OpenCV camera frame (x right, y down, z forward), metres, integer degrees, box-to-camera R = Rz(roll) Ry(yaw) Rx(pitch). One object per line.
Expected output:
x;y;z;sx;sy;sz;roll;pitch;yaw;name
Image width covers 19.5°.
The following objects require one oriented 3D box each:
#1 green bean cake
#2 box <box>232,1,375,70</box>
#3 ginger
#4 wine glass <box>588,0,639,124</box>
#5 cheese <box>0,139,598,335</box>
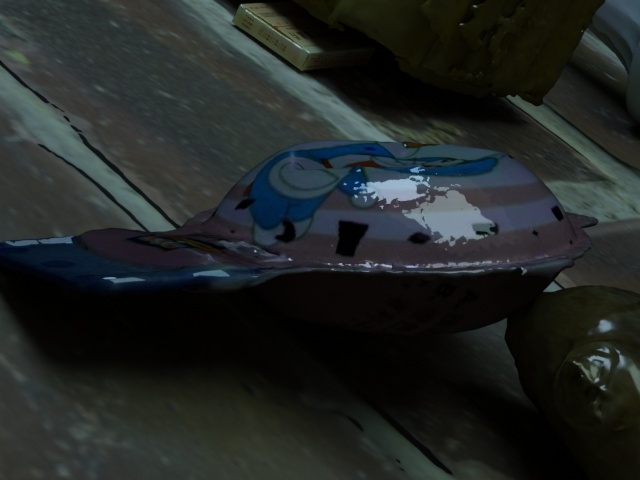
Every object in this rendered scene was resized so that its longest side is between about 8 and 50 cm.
0.057;-0.197;1.213;0.229;0.131;0.224;41;16;32;green bean cake
-0.009;-0.130;1.168;0.058;0.015;0.093;38;23;18;box
0.148;0.111;0.767;0.131;0.086;0.294;33;24;-21;ginger
0.226;-0.187;1.410;0.196;0.165;0.165;32;21;28;wine glass
0.000;0.000;0.799;0.286;0.074;0.189;-6;11;-37;cheese
